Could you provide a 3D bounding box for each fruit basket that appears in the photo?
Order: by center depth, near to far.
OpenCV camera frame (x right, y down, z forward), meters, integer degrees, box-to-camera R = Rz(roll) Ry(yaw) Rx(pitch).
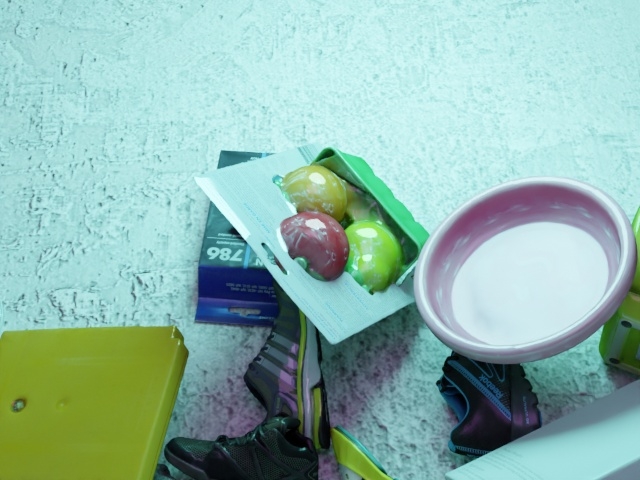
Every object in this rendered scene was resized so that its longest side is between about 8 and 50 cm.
[{"bbox_3d":[0.000,0.000,1.919,0.327,0.165,0.353,49,37,12],"label":"fruit basket"}]

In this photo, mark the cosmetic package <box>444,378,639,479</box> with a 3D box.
[{"bbox_3d":[0.394,0.332,1.693,0.385,0.156,0.217,-21,13,-15],"label":"cosmetic package"}]

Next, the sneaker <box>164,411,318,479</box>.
[{"bbox_3d":[-0.108,0.296,1.789,0.228,0.130,0.087,14,13,10],"label":"sneaker"}]

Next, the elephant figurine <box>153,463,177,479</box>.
[{"bbox_3d":[-0.207,0.421,1.705,0.240,0.186,0.169,14,93,28],"label":"elephant figurine"}]

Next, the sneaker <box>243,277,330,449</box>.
[{"bbox_3d":[-0.059,0.179,1.893,0.121,0.111,0.299,-8,57,1],"label":"sneaker"}]

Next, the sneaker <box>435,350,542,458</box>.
[{"bbox_3d":[0.244,0.174,1.893,0.140,0.125,0.340,-4,51,-1],"label":"sneaker"}]

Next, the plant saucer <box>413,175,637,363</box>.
[{"bbox_3d":[0.306,0.052,1.837,0.332,0.084,0.332,-16,45,17],"label":"plant saucer"}]

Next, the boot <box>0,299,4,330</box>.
[{"bbox_3d":[-0.547,0.138,1.949,0.069,0.086,0.190,1,52,1],"label":"boot"}]

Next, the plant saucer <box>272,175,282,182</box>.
[{"bbox_3d":[-0.067,-0.074,2.079,0.067,0.018,0.192,32,57,22],"label":"plant saucer"}]

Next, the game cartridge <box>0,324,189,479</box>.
[{"bbox_3d":[-0.368,0.253,1.824,0.324,0.052,0.285,-2,50,20],"label":"game cartridge"}]

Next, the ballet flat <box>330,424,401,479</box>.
[{"bbox_3d":[0.083,0.360,1.786,0.231,0.077,0.077,36,77,23],"label":"ballet flat"}]

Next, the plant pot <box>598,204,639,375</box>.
[{"bbox_3d":[0.552,0.101,1.895,0.228,0.227,0.207,20,62,15],"label":"plant pot"}]

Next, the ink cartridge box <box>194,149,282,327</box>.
[{"bbox_3d":[-0.110,-0.009,2.079,0.166,0.065,0.332,4,53,2],"label":"ink cartridge box"}]
